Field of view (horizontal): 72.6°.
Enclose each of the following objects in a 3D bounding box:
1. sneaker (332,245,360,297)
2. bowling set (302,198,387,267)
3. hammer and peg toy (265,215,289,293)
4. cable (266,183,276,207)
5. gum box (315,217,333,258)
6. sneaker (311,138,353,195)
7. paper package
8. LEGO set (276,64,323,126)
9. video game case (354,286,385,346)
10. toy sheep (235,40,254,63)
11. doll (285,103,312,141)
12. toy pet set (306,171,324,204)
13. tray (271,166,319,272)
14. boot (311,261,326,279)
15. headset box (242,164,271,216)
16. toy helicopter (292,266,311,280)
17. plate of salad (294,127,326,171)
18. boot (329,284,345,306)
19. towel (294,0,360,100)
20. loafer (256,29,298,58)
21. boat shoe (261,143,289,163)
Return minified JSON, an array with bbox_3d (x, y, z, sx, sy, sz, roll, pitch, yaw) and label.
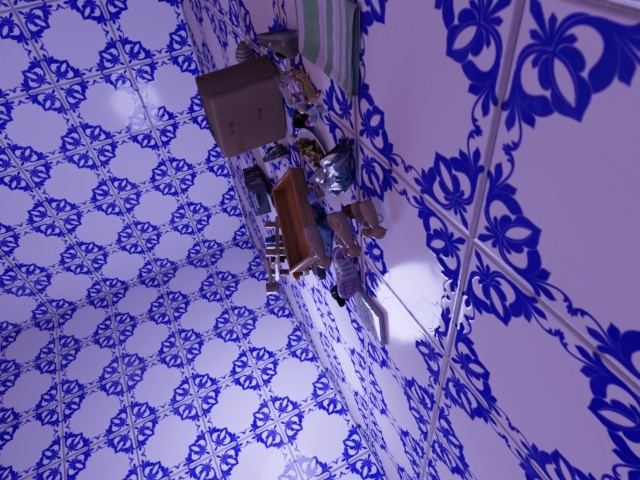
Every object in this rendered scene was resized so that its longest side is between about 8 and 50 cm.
[{"bbox_3d":[0.096,0.121,1.779,0.104,0.095,0.236,-131,30,-64],"label":"sneaker"},{"bbox_3d":[0.108,-0.038,1.424,0.287,0.200,0.154,-21,98,33],"label":"bowling set"},{"bbox_3d":[-0.220,0.081,2.265,0.265,0.128,0.361,96,171,-51],"label":"hammer and peg toy"},{"bbox_3d":[-0.264,-0.266,2.533,0.287,0.072,0.139,-137,41,-75],"label":"cable"},{"bbox_3d":[0.000,0.000,1.936,0.184,0.041,0.156,-136,45,-58],"label":"gum box"},{"bbox_3d":[0.064,-0.225,1.399,0.122,0.110,0.283,48,166,2],"label":"sneaker"},{"bbox_3d":[-0.315,-0.544,1.794,0.168,0.310,0.324,59,164,30],"label":"paper package"},{"bbox_3d":[-0.099,-0.514,1.476,0.286,0.107,0.132,59,163,29],"label":"LEGO set"},{"bbox_3d":[0.201,0.308,1.806,0.212,0.023,0.193,50,158,48],"label":"video game case"},{"bbox_3d":[-0.331,-0.805,1.907,0.091,0.091,0.132,53,161,43],"label":"toy sheep"},{"bbox_3d":[-0.078,-0.439,1.618,0.129,0.046,0.189,43,158,9],"label":"doll"},{"bbox_3d":[-0.037,-0.204,1.800,0.114,0.065,0.122,63,165,14],"label":"toy pet set"},{"bbox_3d":[-0.103,-0.087,1.894,0.203,0.076,0.410,-39,61,52],"label":"tray"},{"bbox_3d":[0.012,0.114,2.113,0.209,0.076,0.189,3,116,66],"label":"boot"},{"bbox_3d":[-0.393,-0.306,2.712,0.293,0.110,0.217,-114,10,-53],"label":"headset box"},{"bbox_3d":[-0.119,0.022,2.316,0.234,0.140,0.354,78,175,-57],"label":"toy helicopter"},{"bbox_3d":[-0.034,-0.318,1.609,0.199,0.048,0.199,49,160,25],"label":"plate of salad"},{"bbox_3d":[0.082,0.274,2.133,0.099,0.045,0.121,121,132,-69],"label":"boot"},{"bbox_3d":[0.011,-0.556,1.169,0.324,0.038,0.247,56,161,36],"label":"towel"},{"bbox_3d":[-0.144,-0.650,1.456,0.251,0.095,0.087,-135,31,-55],"label":"loafer"},{"bbox_3d":[-0.225,-0.416,2.087,0.079,0.095,0.254,69,164,-14],"label":"boat shoe"}]
